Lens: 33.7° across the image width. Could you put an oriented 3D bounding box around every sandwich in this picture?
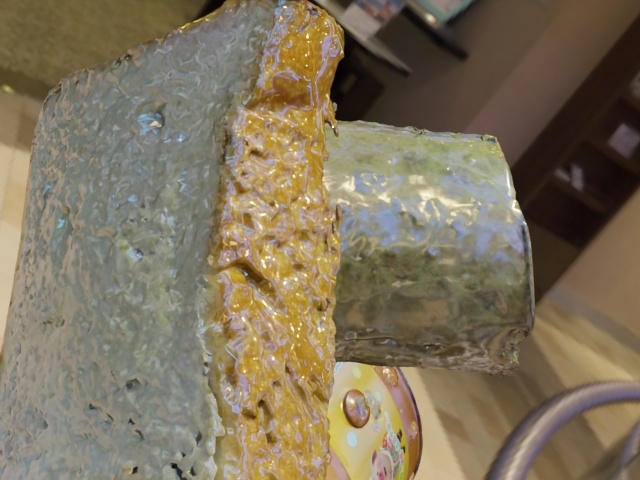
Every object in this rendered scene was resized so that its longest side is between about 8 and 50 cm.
[{"bbox_3d":[-0.086,0.019,0.540,0.087,0.226,0.251,18,70,-39],"label":"sandwich"}]

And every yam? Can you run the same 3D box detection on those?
[{"bbox_3d":[0.000,0.000,0.783,0.300,0.195,0.195,4,20,-1],"label":"yam"}]

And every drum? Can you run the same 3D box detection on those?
[{"bbox_3d":[-0.103,0.261,1.316,0.431,0.431,0.214,39,39,2],"label":"drum"}]
